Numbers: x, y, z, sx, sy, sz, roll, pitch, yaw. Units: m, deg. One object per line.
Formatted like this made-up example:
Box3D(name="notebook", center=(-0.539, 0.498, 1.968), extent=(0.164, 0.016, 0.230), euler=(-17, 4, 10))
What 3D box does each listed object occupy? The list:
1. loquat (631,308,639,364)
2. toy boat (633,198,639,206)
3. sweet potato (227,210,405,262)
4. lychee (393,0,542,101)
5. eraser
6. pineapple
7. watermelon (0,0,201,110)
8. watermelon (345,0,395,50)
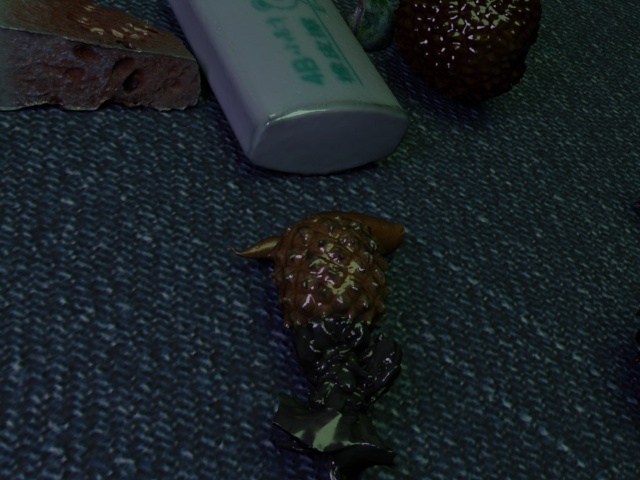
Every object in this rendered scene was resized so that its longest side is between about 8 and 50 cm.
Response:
Box3D(name="loquat", center=(0.438, 0.105, 0.918), extent=(0.244, 0.244, 0.244), euler=(14, 47, -15))
Box3D(name="toy boat", center=(0.443, -0.047, 1.141), extent=(0.091, 0.110, 0.175), euler=(-55, 127, -44))
Box3D(name="sweet potato", center=(0.000, 0.000, 0.910), extent=(0.195, 0.056, 0.056), euler=(-9, 56, -26))
Box3D(name="lychee", center=(0.180, -0.266, 1.147), extent=(0.188, 0.188, 0.188), euler=(14, 47, -15))
Box3D(name="eraser", center=(-0.044, -0.210, 1.038), extent=(0.189, 0.104, 0.290), euler=(-11, 56, -28))
Box3D(name="pineapple", center=(0.012, 0.096, 0.797), extent=(0.111, 0.119, 0.237), euler=(49, 27, -50))
Box3D(name="watermelon", center=(-0.236, -0.197, 0.956), extent=(0.241, 0.094, 0.154), euler=(9, 38, -20))
Box3D(name="watermelon", center=(0.062, -0.282, 1.202), extent=(0.061, 0.085, 0.085), euler=(18, 37, 33))
